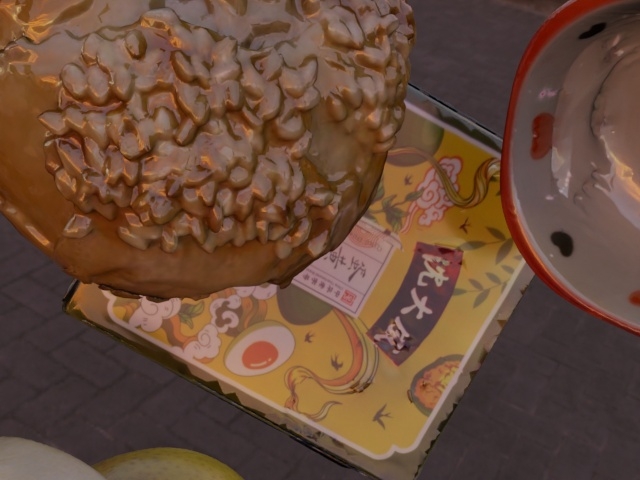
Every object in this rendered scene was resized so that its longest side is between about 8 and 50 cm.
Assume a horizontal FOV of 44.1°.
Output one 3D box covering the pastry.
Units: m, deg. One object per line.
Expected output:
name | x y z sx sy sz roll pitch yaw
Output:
pastry | -0.080 -0.125 0.425 0.255 0.162 0.311 -27 77 -27

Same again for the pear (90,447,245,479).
pear | -0.214 0.476 1.096 0.418 0.362 0.362 43 14 -31

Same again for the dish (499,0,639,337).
dish | 0.254 -0.057 0.533 0.117 0.256 0.256 -25 45 -38

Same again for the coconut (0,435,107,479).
coconut | -0.275 0.300 0.573 0.322 0.323 0.323 10 29 -5

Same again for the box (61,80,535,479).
box | 0.000 0.000 0.839 0.420 0.373 0.138 30 3 -3
